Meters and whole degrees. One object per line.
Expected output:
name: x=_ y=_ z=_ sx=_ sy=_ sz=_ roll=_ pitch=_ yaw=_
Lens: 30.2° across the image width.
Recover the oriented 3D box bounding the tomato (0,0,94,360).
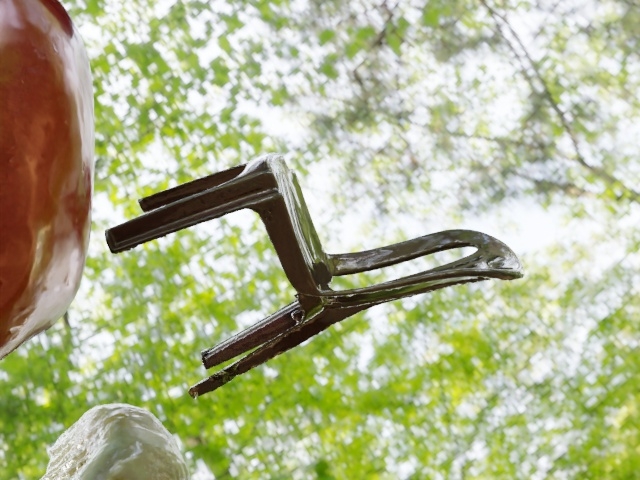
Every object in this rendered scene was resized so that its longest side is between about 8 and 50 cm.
tomato: x=-0.293 y=-0.047 z=0.819 sx=0.293 sy=0.325 sz=0.290 roll=-5 pitch=-67 yaw=2

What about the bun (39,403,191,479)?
bun: x=-0.296 y=0.406 z=1.604 sx=0.219 sy=0.365 sz=0.365 roll=32 pitch=-73 yaw=-15

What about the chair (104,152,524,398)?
chair: x=0.000 y=0.000 z=1.087 sx=0.326 sy=0.175 sz=0.183 roll=-22 pitch=-79 yaw=6
